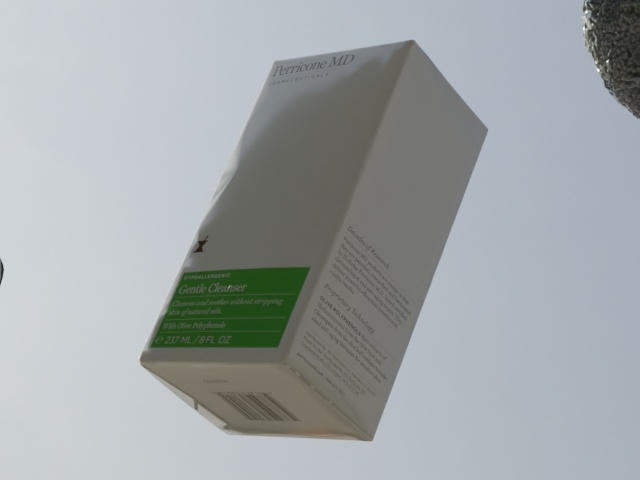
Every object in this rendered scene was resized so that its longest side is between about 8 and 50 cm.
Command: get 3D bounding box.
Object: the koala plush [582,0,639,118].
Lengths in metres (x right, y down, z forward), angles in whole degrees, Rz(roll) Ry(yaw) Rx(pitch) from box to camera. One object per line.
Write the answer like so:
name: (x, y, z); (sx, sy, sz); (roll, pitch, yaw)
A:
koala plush: (0.333, -0.176, 1.277); (0.203, 0.196, 0.221); (7, -3, -16)

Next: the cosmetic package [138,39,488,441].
cosmetic package: (0.000, 0.000, 1.583); (0.197, 0.366, 0.155); (-5, -36, 40)

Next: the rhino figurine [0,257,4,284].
rhino figurine: (-0.181, 0.038, 0.423); (0.106, 0.243, 0.073); (7, -66, 30)
